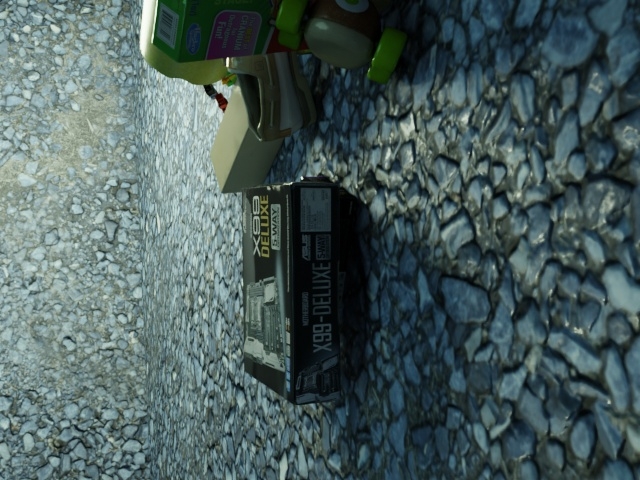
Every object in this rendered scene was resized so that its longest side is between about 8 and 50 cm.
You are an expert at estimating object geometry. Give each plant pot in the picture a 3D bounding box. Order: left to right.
[{"bbox_3d":[-0.226,-0.444,1.438,0.254,0.276,0.276,-59,36,43],"label":"plant pot"}]

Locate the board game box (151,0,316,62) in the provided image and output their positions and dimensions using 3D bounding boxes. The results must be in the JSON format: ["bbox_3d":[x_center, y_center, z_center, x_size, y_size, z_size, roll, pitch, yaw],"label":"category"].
[{"bbox_3d":[-0.054,-0.366,0.994,0.064,0.316,0.242,41,131,31],"label":"board game box"}]

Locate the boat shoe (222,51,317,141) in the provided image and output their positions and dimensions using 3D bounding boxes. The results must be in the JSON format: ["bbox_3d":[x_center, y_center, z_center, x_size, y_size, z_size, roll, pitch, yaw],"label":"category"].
[{"bbox_3d":[-0.101,-0.296,1.209,0.113,0.103,0.302,32,149,58],"label":"boat shoe"}]

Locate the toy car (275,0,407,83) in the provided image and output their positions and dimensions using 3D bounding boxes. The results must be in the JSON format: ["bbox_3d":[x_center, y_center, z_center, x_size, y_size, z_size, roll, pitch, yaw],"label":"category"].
[{"bbox_3d":[0.049,-0.318,0.966,0.149,0.155,0.188,-147,78,-89],"label":"toy car"}]

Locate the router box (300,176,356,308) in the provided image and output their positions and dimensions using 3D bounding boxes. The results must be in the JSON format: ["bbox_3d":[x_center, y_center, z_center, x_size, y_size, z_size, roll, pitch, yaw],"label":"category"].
[{"bbox_3d":[0.000,0.000,1.199,0.133,0.046,0.178,-138,52,-61],"label":"router box"}]

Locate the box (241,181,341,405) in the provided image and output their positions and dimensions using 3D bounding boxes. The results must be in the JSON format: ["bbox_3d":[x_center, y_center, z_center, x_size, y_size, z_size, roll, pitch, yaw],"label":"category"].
[{"bbox_3d":[-0.050,0.067,1.155,0.242,0.077,0.307,-173,82,-67],"label":"box"}]

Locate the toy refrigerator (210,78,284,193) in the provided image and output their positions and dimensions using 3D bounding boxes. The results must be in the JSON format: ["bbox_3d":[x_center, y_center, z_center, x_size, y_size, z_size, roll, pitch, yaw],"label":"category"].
[{"bbox_3d":[-0.128,-0.207,1.465,0.269,0.094,0.102,122,136,-53],"label":"toy refrigerator"}]

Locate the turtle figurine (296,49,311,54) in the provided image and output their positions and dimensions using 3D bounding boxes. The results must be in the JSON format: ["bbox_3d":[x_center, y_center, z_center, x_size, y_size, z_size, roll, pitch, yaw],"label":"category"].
[{"bbox_3d":[-0.032,-0.412,1.233,0.269,0.087,0.217,18,116,51],"label":"turtle figurine"}]

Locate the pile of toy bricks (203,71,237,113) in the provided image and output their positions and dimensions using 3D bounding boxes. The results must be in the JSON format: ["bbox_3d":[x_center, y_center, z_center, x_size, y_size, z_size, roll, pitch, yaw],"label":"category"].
[{"bbox_3d":[-0.182,-0.344,1.613,0.212,0.118,0.105,67,-172,25],"label":"pile of toy bricks"}]
